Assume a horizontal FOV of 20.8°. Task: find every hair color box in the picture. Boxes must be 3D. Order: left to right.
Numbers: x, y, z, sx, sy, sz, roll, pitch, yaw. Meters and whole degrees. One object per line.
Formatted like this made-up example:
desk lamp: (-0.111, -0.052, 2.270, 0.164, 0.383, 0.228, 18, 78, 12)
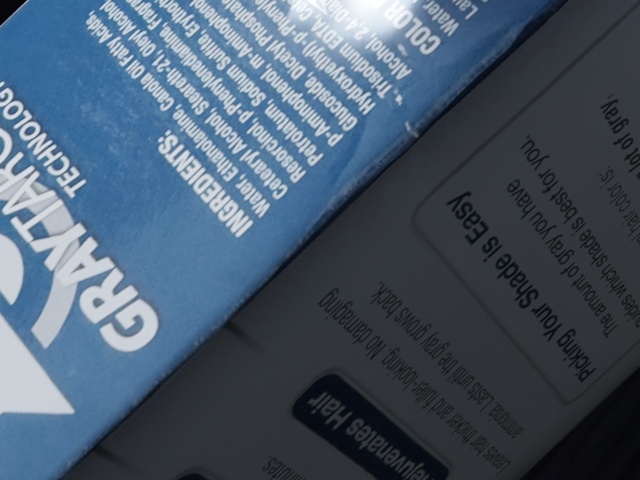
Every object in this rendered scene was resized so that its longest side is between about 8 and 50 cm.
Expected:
hair color box: (0.000, 0.000, 0.429, 0.105, 0.347, 0.174, 47, -179, 32)
